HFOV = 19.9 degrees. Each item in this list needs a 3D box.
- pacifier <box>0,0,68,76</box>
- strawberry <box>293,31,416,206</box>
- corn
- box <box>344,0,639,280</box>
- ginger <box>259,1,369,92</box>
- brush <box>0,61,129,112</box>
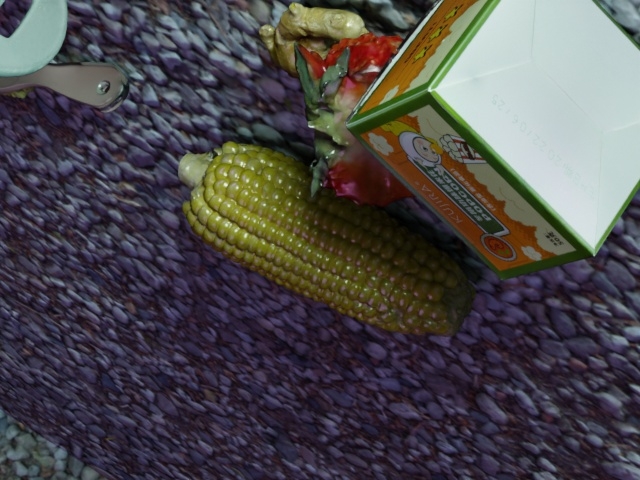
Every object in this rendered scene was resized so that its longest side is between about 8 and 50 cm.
[{"bbox_3d":[-0.349,-0.315,1.729,0.343,0.288,0.269,41,129,-20],"label":"pacifier"},{"bbox_3d":[0.097,-0.123,1.626,0.228,0.098,0.174,-4,127,8],"label":"strawberry"},{"bbox_3d":[0.000,0.000,1.928,0.347,0.130,0.130,29,154,12],"label":"corn"},{"bbox_3d":[0.161,-0.101,1.489,0.195,0.177,0.148,43,155,-15],"label":"box"},{"bbox_3d":[0.027,-0.152,1.725,0.176,0.052,0.193,23,144,25],"label":"ginger"},{"bbox_3d":[-0.329,-0.189,2.104,0.313,0.072,0.067,12,169,35],"label":"brush"}]
